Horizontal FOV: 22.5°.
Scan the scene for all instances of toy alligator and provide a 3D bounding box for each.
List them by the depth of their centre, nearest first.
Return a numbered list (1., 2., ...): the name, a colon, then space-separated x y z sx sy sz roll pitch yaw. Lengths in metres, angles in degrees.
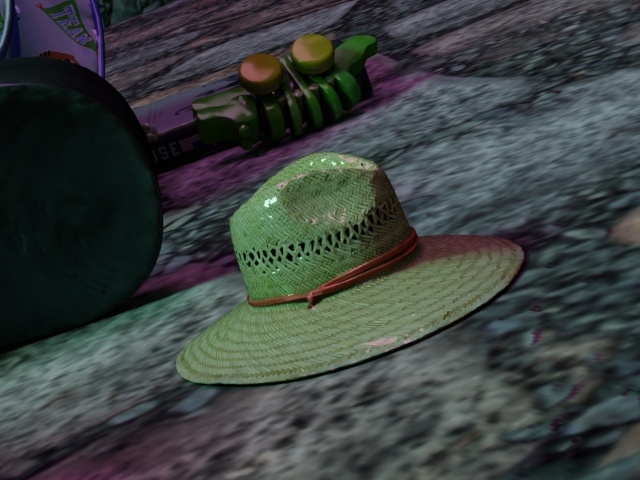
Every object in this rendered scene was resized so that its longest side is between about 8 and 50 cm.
1. toy alligator: -0.039 -0.083 1.045 0.190 0.056 0.051 -23 54 -15

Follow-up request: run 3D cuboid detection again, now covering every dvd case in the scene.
1. dvd case: -0.086 -0.090 1.181 0.239 0.029 0.179 -20 13 0

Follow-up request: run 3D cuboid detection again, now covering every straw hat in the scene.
1. straw hat: 0.000 0.000 0.617 0.144 0.061 0.144 -19 12 4

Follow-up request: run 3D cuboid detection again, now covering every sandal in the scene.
1. sandal: -0.288 0.034 0.710 0.446 0.167 0.107 -19 31 4

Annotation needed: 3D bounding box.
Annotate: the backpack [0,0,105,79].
1. backpack: -0.260 -0.100 0.957 0.263 0.276 0.213 -5 -23 -22
